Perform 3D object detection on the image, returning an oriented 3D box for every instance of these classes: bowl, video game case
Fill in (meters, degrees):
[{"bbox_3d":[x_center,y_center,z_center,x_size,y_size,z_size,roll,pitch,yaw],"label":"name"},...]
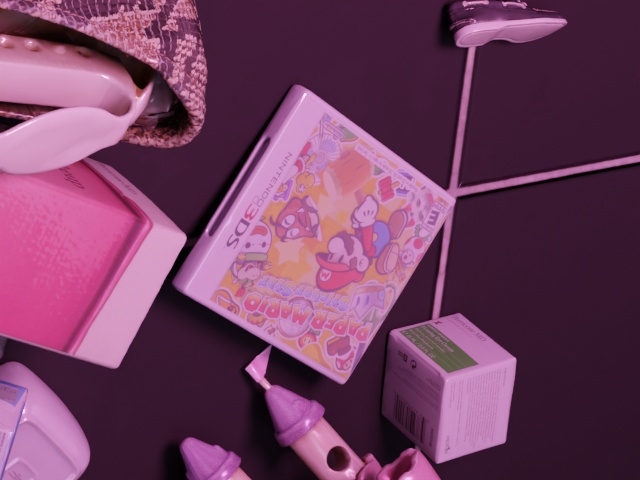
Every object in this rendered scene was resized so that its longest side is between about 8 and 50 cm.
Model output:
[{"bbox_3d":[-0.270,0.192,1.515,0.142,0.053,0.142,-40,133,-8],"label":"bowl"},{"bbox_3d":[0.000,0.000,1.591,0.227,0.026,0.206,33,87,-42],"label":"video game case"}]

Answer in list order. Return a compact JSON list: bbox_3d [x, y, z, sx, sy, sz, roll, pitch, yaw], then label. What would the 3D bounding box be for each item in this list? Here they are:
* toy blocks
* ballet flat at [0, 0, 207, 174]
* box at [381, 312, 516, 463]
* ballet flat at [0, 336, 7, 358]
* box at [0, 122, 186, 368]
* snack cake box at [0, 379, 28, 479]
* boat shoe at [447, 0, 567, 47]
[{"bbox_3d":[-0.059,0.288,1.642,0.260,0.309,0.288,46,71,-9],"label":"toy blocks"},{"bbox_3d":[-0.271,-0.133,1.185,0.483,0.182,0.164,4,146,-39],"label":"ballet flat"},{"bbox_3d":[0.124,0.143,1.724,0.087,0.101,0.102,-12,122,-29],"label":"box"},{"bbox_3d":[-0.331,0.055,1.374,0.213,0.072,0.068,19,73,-42],"label":"ballet flat"},{"bbox_3d":[-0.247,-0.012,1.348,0.232,0.148,0.127,21,102,-41],"label":"box"},{"bbox_3d":[-0.343,0.228,1.418,0.152,0.089,0.264,17,107,-7],"label":"snack cake box"},{"bbox_3d":[0.168,-0.201,1.599,0.125,0.038,0.046,-10,164,-29],"label":"boat shoe"}]
